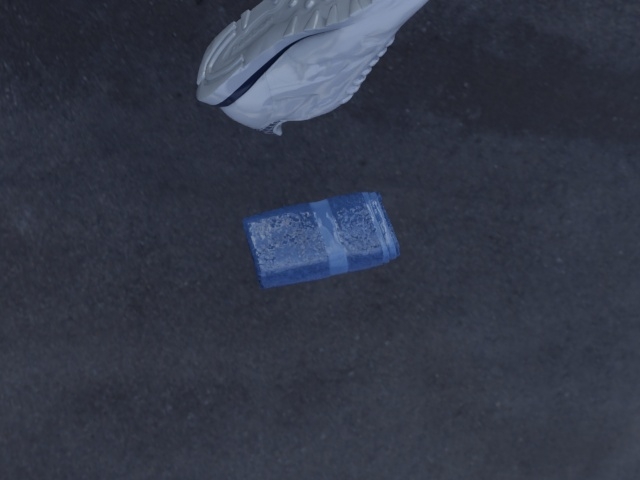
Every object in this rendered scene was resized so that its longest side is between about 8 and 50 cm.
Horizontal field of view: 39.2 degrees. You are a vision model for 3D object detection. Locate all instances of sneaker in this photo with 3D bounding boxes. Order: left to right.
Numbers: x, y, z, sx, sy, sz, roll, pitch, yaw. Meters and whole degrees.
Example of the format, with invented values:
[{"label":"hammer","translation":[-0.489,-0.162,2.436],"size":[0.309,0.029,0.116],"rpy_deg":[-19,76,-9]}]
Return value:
[{"label":"sneaker","translation":[0.009,-0.156,0.692],"size":[0.235,0.090,0.095],"rpy_deg":[-23,137,39]}]

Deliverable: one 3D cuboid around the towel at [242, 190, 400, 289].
[{"label":"towel","translation":[0.000,0.000,0.727],"size":[0.120,0.067,0.029],"rpy_deg":[-11,156,-13]}]
